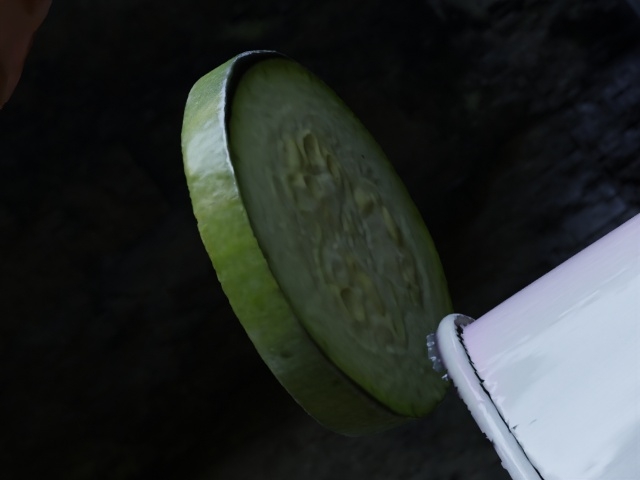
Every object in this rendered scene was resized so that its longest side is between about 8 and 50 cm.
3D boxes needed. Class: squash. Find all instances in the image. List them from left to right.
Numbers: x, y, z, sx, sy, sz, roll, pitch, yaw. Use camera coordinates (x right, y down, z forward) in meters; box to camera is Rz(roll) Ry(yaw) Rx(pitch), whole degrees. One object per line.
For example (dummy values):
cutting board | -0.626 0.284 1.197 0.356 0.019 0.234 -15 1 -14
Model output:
squash | 0.000 0.000 0.937 0.049 0.252 0.252 -26 -5 25

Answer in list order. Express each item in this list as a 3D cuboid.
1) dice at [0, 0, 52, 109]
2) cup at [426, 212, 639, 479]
dice | -0.190 -0.144 0.593 0.179 0.175 0.174 -45 30 47
cup | 0.216 0.046 0.529 0.274 0.253 0.253 -40 -10 8
